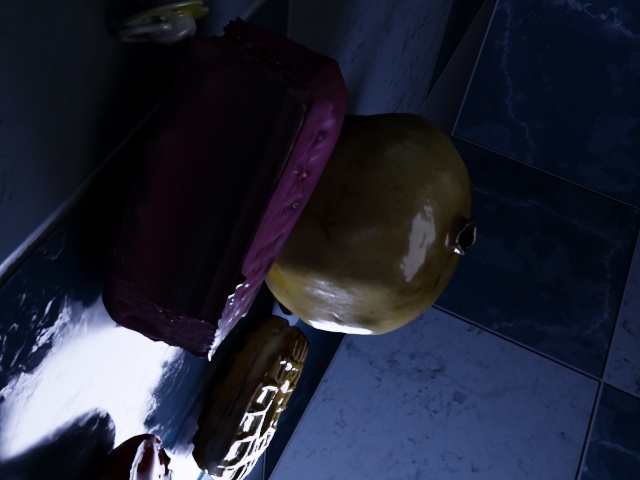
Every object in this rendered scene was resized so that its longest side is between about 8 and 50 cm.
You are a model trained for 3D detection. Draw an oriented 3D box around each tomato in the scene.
[{"bbox_3d":[-0.239,0.316,0.828,0.139,0.091,0.159,-58,143,-77],"label":"tomato"}]

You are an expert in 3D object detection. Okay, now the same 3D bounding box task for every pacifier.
[{"bbox_3d":[-0.119,-0.174,0.493,0.083,0.068,0.064,-98,175,-79],"label":"pacifier"}]

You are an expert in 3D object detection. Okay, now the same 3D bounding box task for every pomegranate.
[{"bbox_3d":[0.067,-0.028,0.969,0.332,0.333,0.332,-61,168,-23],"label":"pomegranate"}]

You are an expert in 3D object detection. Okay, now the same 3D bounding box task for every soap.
[{"bbox_3d":[-0.092,-0.030,0.628,0.324,0.127,0.220,-62,177,25],"label":"soap"}]

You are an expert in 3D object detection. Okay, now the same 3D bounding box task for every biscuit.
[{"bbox_3d":[-0.126,0.294,1.263,0.332,0.103,0.332,-61,169,-21],"label":"biscuit"}]

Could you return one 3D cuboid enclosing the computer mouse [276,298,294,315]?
[{"bbox_3d":[0.006,0.003,1.307,0.197,0.095,0.330,-42,154,-55],"label":"computer mouse"}]
